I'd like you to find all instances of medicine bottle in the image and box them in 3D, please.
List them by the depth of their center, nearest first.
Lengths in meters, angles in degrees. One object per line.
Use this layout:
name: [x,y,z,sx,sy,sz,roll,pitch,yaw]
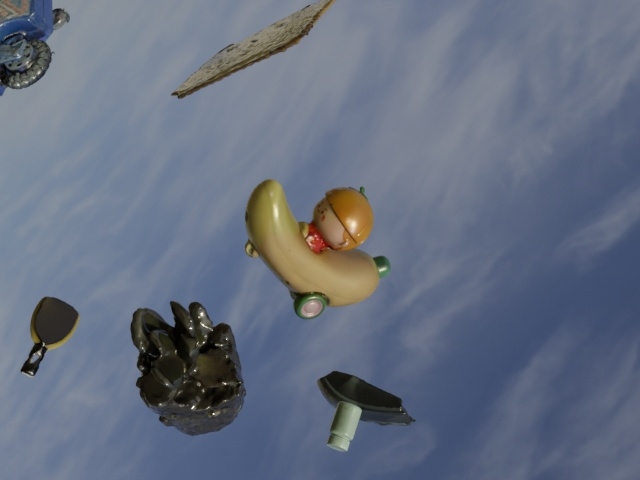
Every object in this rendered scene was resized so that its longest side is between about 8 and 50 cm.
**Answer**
medicine bottle: [0.042,0.341,1.529,0.047,0.047,0.083,-8,-126,51]

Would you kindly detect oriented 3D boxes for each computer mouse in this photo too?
computer mouse: [0.093,0.357,1.800,0.071,0.231,0.126,-62,170,-23]

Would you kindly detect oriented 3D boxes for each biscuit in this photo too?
biscuit: [-0.096,-0.267,1.161,0.232,0.013,0.237,-19,-157,26]

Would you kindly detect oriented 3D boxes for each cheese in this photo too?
cheese: [-0.518,0.185,1.571,0.036,0.086,0.163,-37,-152,42]

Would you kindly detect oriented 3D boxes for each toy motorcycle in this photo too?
toy motorcycle: [-0.324,-0.218,0.848,0.114,0.076,0.205,-23,-124,11]

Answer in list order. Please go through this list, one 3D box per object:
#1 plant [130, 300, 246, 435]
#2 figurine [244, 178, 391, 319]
plant: [-0.243,0.242,1.582,0.188,0.276,0.199,-13,-128,1]
figurine: [0.000,0.000,1.430,0.222,0.324,0.124,-33,-138,8]
